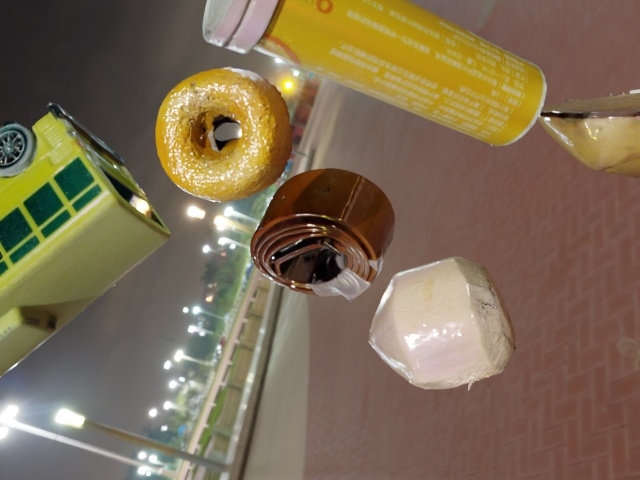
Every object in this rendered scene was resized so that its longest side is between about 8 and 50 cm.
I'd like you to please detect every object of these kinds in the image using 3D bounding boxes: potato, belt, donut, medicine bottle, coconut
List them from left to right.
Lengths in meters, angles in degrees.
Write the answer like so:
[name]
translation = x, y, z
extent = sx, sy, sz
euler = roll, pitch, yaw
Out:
[donut]
translation = -0.174, -0.184, 1.062
extent = 0.254, 0.253, 0.118
euler = -69, -11, 16
[belt]
translation = 0.000, 0.000, 0.893
extent = 0.261, 0.184, 0.105
euler = -25, 33, 52
[medicine bottle]
translation = 0.042, -0.120, 0.375
extent = 0.074, 0.218, 0.074
euler = -41, 41, 50
[coconut]
translation = 0.194, 0.143, 0.999
extent = 0.233, 0.224, 0.224
euler = -28, 19, 13
[potato]
translation = 0.428, -0.139, 0.795
extent = 0.239, 0.298, 0.116
euler = -139, 42, -63

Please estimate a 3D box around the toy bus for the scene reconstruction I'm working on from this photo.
[toy bus]
translation = -0.191, 0.012, 0.370
extent = 0.175, 0.101, 0.088
euler = -40, -20, -2
